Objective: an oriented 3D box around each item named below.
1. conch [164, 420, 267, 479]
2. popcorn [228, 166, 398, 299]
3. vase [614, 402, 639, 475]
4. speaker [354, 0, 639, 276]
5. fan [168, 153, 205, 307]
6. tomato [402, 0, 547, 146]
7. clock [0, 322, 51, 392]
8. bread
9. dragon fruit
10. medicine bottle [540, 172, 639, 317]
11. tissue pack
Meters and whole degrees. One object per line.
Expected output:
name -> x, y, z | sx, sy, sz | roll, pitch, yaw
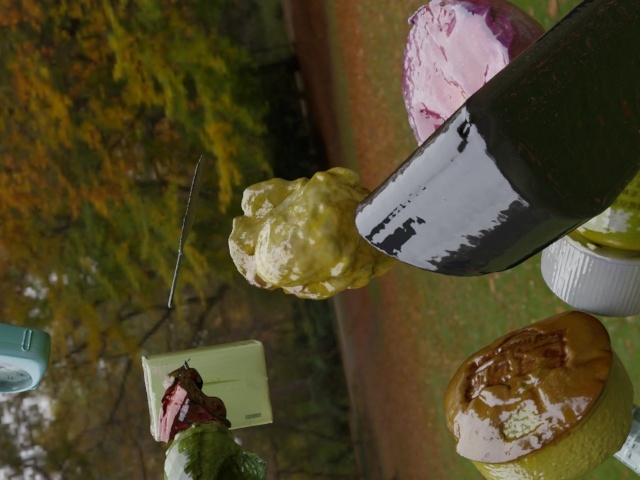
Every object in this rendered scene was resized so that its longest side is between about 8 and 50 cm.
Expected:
conch -> -0.087, 0.204, 0.873 | 0.121, 0.089, 0.074 | -108, 20, -56
popcorn -> -0.004, -0.002, 1.495 | 0.190, 0.253, 0.191 | -102, -10, -62
vase -> 0.562, 0.355, 1.759 | 0.299, 0.143, 0.143 | 35, 156, 26
speaker -> 0.228, -0.087, 0.838 | 0.184, 0.388, 0.180 | 49, 144, 2
fan -> -0.186, -0.012, 1.420 | 0.132, 0.009, 0.220 | -91, 14, -80
tomato -> 0.268, -0.257, 1.638 | 0.290, 0.176, 0.335 | 55, 153, 34
clock -> -0.384, 0.147, 1.228 | 0.147, 0.108, 0.045 | 125, 152, -52
bread -> 0.300, 0.221, 1.429 | 0.148, 0.270, 0.270 | 51, -169, -24
dragon fruit -> -0.216, 0.256, 1.756 | 0.192, 0.122, 0.092 | -103, 7, -74
medicine bottle -> 0.421, -0.094, 1.403 | 0.224, 0.224, 0.384 | -102, 10, -48
tissue pack -> -0.218, 0.287, 1.995 | 0.125, 0.234, 0.159 | 172, 91, -77
